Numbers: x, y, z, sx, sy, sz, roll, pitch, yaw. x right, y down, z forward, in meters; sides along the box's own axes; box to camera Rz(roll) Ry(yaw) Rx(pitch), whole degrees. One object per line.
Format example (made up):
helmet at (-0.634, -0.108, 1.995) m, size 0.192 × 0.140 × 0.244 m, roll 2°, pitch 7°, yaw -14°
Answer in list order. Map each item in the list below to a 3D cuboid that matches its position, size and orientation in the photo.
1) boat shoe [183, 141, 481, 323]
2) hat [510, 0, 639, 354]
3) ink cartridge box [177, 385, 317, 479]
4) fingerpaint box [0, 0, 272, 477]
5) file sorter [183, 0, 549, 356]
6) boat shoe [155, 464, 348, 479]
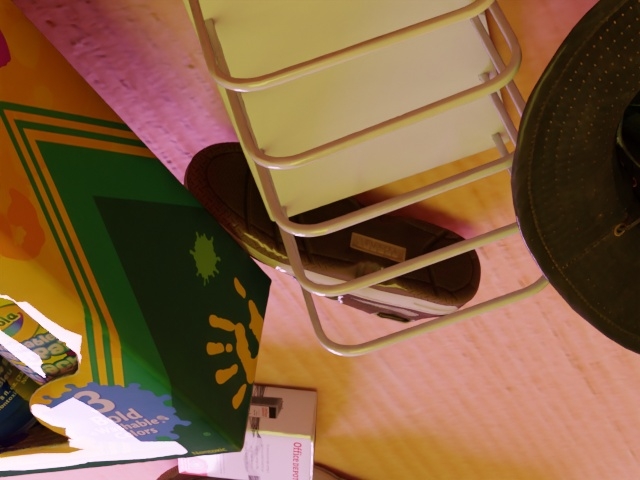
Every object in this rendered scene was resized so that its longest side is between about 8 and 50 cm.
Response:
boat shoe at (-0.002, 0.007, 1.204) m, size 0.257 × 0.095 × 0.095 m, roll 26°, pitch 151°, yaw -15°
hat at (0.255, -0.083, 0.971) m, size 0.331 × 0.134 × 0.331 m, roll -8°, pitch 124°, yaw -13°
ink cartridge box at (-0.071, 0.190, 1.463) m, size 0.135 × 0.056 × 0.099 m, roll 6°, pitch 141°, yaw 2°
fingerpaint box at (-0.322, 0.034, 1.089) m, size 0.445 × 0.163 × 0.371 m, roll -9°, pitch 144°, yaw 25°
file sorter at (0.037, -0.086, 0.981) m, size 0.193 × 0.173 × 0.278 m, roll -19°, pitch 137°, yaw 1°
boat shoe at (-0.008, 0.320, 1.554) m, size 0.355 × 0.130 × 0.132 m, roll 13°, pitch 140°, yaw -7°
